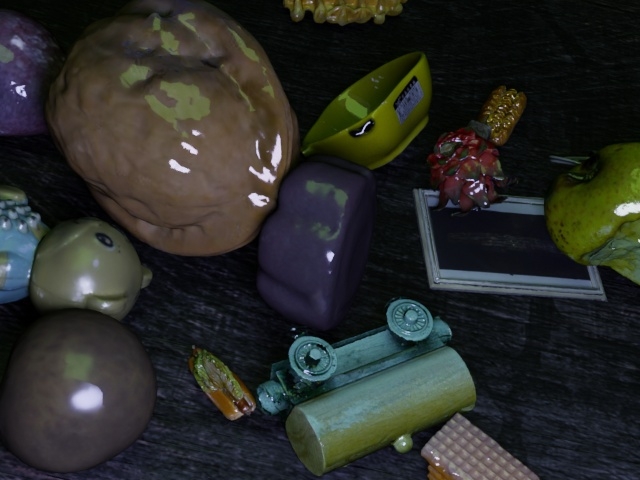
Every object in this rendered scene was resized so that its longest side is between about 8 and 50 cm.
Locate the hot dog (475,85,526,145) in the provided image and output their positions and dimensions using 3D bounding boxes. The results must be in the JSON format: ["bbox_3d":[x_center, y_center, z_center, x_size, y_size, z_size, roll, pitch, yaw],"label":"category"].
[{"bbox_3d":[0.322,-0.224,2.091,0.071,0.045,0.165,25,44,9],"label":"hot dog"}]

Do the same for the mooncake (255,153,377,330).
[{"bbox_3d":[0.000,0.000,1.649,0.133,0.245,0.245,21,44,13],"label":"mooncake"}]

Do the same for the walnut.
[{"bbox_3d":[-0.208,-0.173,1.718,0.383,0.383,0.384,7,44,-7],"label":"walnut"}]

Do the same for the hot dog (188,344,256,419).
[{"bbox_3d":[-0.136,0.190,1.567,0.056,0.041,0.133,-25,56,-33],"label":"hot dog"}]

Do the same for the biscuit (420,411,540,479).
[{"bbox_3d":[0.292,0.371,1.475,0.378,0.054,0.094,36,50,22],"label":"biscuit"}]

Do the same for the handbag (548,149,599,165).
[{"bbox_3d":[0.544,-0.123,1.947,0.315,0.109,0.241,18,4,2],"label":"handbag"}]

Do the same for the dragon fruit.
[{"bbox_3d":[0.237,-0.112,1.879,0.121,0.130,0.142,-10,88,-32],"label":"dragon fruit"}]

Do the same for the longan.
[{"bbox_3d":[-0.301,0.184,1.435,0.198,0.198,0.212,24,45,11],"label":"longan"}]

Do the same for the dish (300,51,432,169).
[{"bbox_3d":[0.096,-0.196,1.939,0.108,0.221,0.262,52,47,-17],"label":"dish"}]

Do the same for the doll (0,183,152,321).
[{"bbox_3d":[-0.370,0.035,1.583,0.260,0.161,0.177,15,15,4],"label":"doll"}]

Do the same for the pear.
[{"bbox_3d":[0.485,-0.045,1.790,0.255,0.238,0.164,23,50,-5],"label":"pear"}]

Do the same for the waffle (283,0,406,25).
[{"bbox_3d":[0.032,-0.520,2.311,0.283,0.065,0.309,34,46,19],"label":"waffle"}]

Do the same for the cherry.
[{"bbox_3d":[-0.505,-0.267,1.846,0.266,0.183,0.213,32,54,-3],"label":"cherry"}]

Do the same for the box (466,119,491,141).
[{"bbox_3d":[0.256,-0.156,1.996,0.045,0.062,0.098,23,47,17],"label":"box"}]

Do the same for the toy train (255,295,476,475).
[{"bbox_3d":[0.068,0.192,1.553,0.307,0.126,0.189,-17,52,-28],"label":"toy train"}]

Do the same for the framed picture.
[{"bbox_3d":[0.304,0.001,1.880,0.293,0.018,0.231,4,45,-10],"label":"framed picture"}]
